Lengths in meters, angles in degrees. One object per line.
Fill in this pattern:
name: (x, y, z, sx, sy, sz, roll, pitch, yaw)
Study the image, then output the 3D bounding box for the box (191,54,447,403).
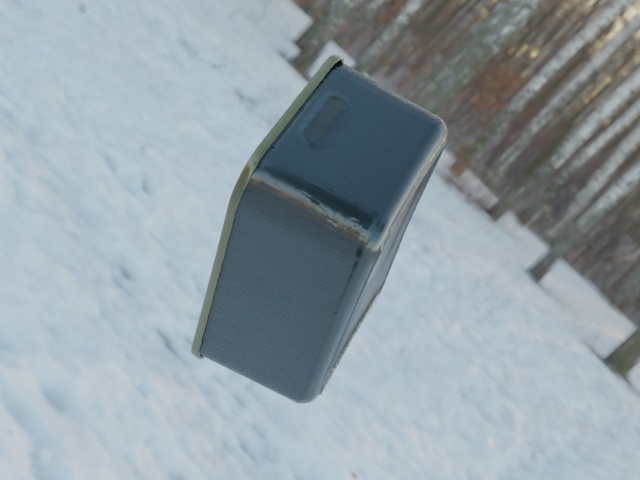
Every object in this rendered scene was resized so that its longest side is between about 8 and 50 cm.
box: (0.000, 0.000, 0.743, 0.090, 0.201, 0.144, 27, 48, 7)
